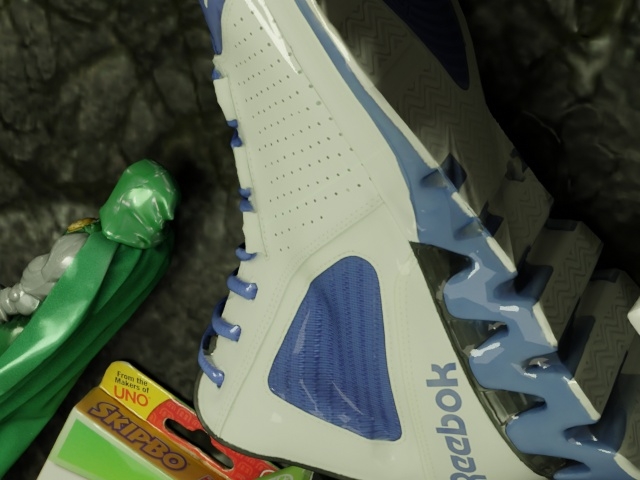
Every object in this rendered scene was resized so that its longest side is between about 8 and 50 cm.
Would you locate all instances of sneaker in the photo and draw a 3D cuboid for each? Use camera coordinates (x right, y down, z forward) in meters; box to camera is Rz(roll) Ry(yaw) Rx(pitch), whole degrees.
[{"bbox_3d":[0.001,0.001,0.746,0.182,0.127,0.315,-29,98,29],"label":"sneaker"}]

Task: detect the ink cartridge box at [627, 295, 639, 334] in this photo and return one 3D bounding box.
[{"bbox_3d":[0.261,0.071,0.669,0.172,0.100,0.237,-32,94,32],"label":"ink cartridge box"}]

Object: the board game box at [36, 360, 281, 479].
[{"bbox_3d":[-0.113,0.192,0.932,0.124,0.039,0.259,34,118,8],"label":"board game box"}]

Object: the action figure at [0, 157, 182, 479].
[{"bbox_3d":[-0.142,0.047,0.850,0.232,0.137,0.063,-45,75,23],"label":"action figure"}]

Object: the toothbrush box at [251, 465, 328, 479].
[{"bbox_3d":[-0.083,0.258,0.858,0.283,0.122,0.206,-24,109,23],"label":"toothbrush box"}]
